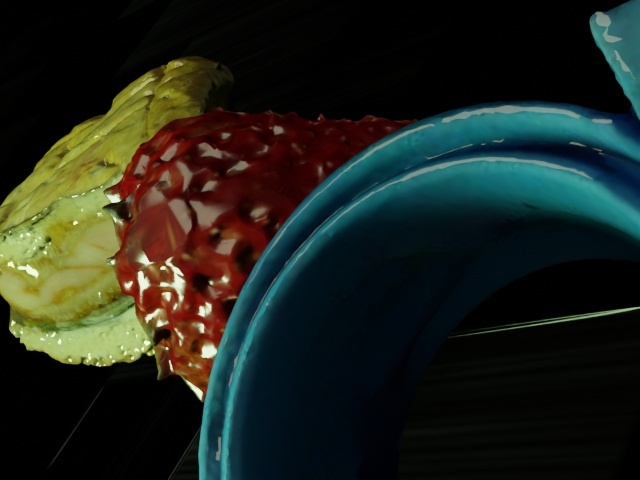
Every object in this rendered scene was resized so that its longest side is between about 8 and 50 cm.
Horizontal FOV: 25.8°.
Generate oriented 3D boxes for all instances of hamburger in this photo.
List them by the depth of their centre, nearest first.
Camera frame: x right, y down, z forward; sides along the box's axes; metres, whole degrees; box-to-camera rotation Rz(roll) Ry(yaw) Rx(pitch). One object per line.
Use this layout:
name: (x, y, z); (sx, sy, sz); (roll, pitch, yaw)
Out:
hamburger: (-0.127, -0.039, 1.160); (0.330, 0.162, 0.209); (-26, 26, 41)

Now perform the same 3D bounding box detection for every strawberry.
strawberry: (0.000, 0.000, 0.889); (0.244, 0.205, 0.205); (-17, 31, 15)

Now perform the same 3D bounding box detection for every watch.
watch: (0.116, 0.098, 0.494); (0.274, 0.241, 0.305); (-33, 58, 19)
